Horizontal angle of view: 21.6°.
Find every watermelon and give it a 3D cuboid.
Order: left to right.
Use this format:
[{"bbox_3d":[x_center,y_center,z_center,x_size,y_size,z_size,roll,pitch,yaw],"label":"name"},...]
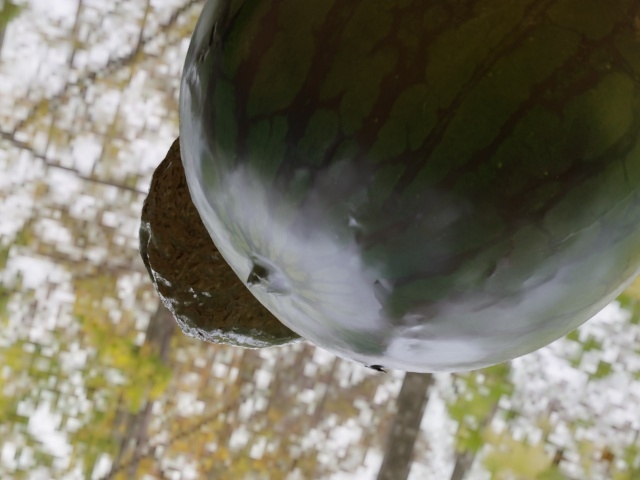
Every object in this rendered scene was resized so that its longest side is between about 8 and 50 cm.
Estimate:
[{"bbox_3d":[0.077,-0.086,1.071,0.363,0.363,0.363,14,-160,-5],"label":"watermelon"}]

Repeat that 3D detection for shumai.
[{"bbox_3d":[0.000,0.000,1.666,0.309,0.304,0.263,-14,153,16],"label":"shumai"}]
